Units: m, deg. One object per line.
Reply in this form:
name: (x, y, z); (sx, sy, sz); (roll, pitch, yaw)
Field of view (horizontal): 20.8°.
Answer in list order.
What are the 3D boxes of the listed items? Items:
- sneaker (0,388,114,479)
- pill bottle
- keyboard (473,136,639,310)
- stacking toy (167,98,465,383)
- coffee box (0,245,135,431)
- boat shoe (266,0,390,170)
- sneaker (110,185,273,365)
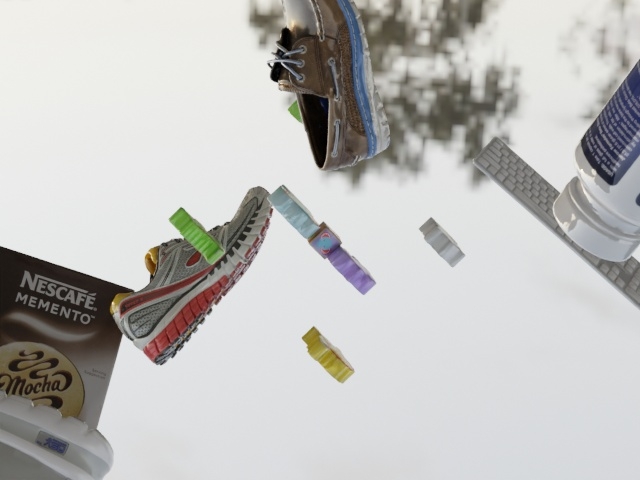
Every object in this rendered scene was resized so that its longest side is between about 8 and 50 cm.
sneaker: (-0.272, 0.130, 1.037); (0.281, 0.115, 0.105); (14, 157, 7)
pill bottle: (0.239, -0.068, 1.243); (0.094, 0.169, 0.094); (24, -148, -16)
keyboard: (0.269, -0.013, 1.859); (0.256, 0.014, 0.072); (41, -150, 3)
stacking toy: (0.000, 0.000, 1.567); (0.221, 0.167, 0.052); (43, -173, -16)
coffee box: (-0.328, 0.178, 1.914); (0.168, 0.297, 0.119); (18, 154, -12)
boat shoe: (-0.002, -0.136, 1.340); (0.066, 0.183, 0.066); (-32, -156, -23)
sneaker: (-0.129, 0.020, 1.814); (0.093, 0.088, 0.225); (39, -117, 5)
